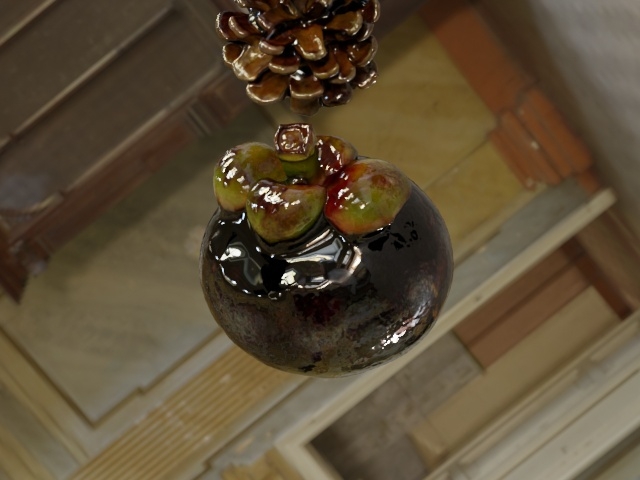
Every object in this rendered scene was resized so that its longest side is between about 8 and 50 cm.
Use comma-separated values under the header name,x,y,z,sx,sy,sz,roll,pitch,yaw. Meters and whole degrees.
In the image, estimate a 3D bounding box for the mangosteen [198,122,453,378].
name,x,y,z,sx,sy,sz,roll,pitch,yaw
mangosteen,0.000,0.000,1.227,0.275,0.275,0.302,53,162,46

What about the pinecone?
name,x,y,z,sx,sy,sz,roll,pitch,yaw
pinecone,-0.022,-0.221,1.192,0.179,0.150,0.195,45,153,13
